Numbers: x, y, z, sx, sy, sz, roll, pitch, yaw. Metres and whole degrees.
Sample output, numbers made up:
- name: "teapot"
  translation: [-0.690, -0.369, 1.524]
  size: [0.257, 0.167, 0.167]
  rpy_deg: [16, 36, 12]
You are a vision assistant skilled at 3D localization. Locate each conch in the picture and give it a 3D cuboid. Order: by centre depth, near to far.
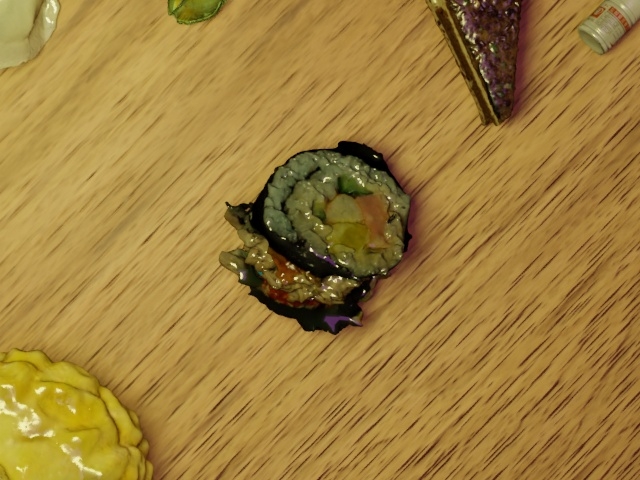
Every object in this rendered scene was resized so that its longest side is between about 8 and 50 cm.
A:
- name: "conch"
  translation: [-0.167, -0.348, 1.753]
  size: [0.121, 0.074, 0.089]
  rpy_deg: [-50, 60, 20]

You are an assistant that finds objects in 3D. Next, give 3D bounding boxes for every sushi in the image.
- name: "sushi"
  translation: [-0.002, 0.003, 1.754]
  size: [0.238, 0.218, 0.225]
  rpy_deg: [40, 51, 17]

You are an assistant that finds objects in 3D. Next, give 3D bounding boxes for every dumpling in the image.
- name: "dumpling"
  translation: [-0.416, -0.340, 1.709]
  size: [0.151, 0.124, 0.228]
  rpy_deg: [6, 85, -45]

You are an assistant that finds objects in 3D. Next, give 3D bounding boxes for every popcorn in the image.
- name: "popcorn"
  translation: [-0.394, 0.322, 1.647]
  size: [0.349, 0.381, 0.349]
  rpy_deg: [-1, 111, -3]

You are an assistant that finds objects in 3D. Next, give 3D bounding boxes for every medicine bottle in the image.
- name: "medicine bottle"
  translation: [0.421, -0.319, 1.839]
  size: [0.089, 0.057, 0.057]
  rpy_deg: [-45, 98, -2]

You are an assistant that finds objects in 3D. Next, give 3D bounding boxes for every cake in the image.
- name: "cake"
  translation: [0.248, -0.297, 1.792]
  size: [0.135, 0.112, 0.246]
  rpy_deg: [-27, 97, -7]
